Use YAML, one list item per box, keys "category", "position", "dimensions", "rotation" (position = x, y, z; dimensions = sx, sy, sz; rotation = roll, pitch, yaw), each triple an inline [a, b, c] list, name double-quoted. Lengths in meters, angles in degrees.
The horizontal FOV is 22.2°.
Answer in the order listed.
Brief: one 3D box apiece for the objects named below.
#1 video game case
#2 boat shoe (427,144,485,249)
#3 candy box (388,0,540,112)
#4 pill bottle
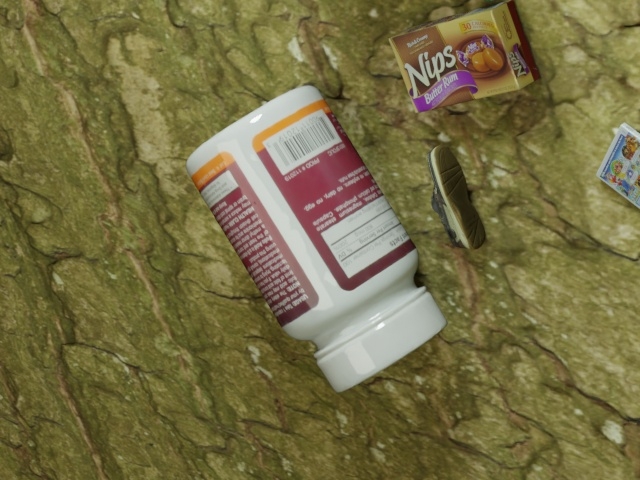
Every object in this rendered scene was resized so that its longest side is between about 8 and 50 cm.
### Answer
- category: "video game case"
  position: [0.402, -0.077, 2.004]
  dimensions: [0.122, 0.011, 0.087]
  rotation: [40, 137, 21]
- category: "boat shoe"
  position: [0.173, -0.055, 2.217]
  dimensions: [0.049, 0.056, 0.152]
  rotation: [-10, 106, 43]
- category: "candy box"
  position: [0.183, -0.235, 2.099]
  dimensions: [0.186, 0.053, 0.109]
  rotation: [-8, 107, 46]
- category: "pill bottle"
  position: [0.000, 0.000, 2.299]
  dimensions: [0.224, 0.224, 0.392]
  rotation: [-32, 88, 50]
